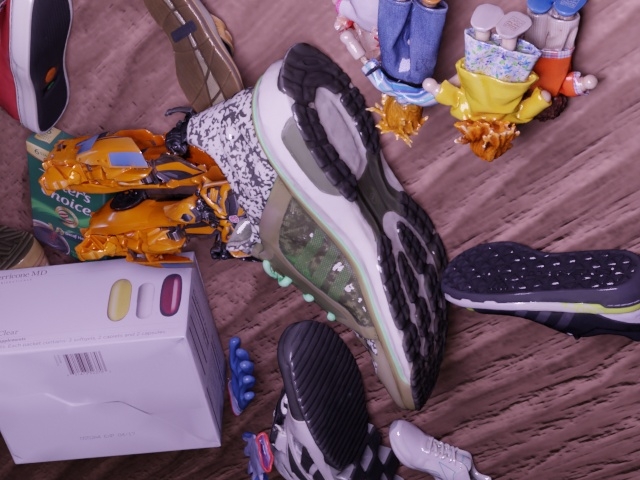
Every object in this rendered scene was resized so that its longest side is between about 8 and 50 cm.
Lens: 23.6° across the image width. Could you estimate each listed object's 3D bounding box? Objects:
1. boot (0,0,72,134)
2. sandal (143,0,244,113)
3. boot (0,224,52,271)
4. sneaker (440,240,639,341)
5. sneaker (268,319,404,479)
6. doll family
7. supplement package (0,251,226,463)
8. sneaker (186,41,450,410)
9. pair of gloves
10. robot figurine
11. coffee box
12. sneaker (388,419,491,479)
[{"bbox_3d":[-0.362,-0.235,1.661,0.176,0.088,0.244,31,146,9],"label":"boot"},{"bbox_3d":[-0.121,-0.203,1.540,0.072,0.049,0.180,-17,104,41],"label":"sandal"},{"bbox_3d":[-0.378,0.089,2.018,0.236,0.089,0.269,22,153,45],"label":"boot"},{"bbox_3d":[0.228,0.065,1.521,0.234,0.084,0.097,5,134,35],"label":"sneaker"},{"bbox_3d":[-0.016,0.227,1.856,0.146,0.122,0.331,6,133,31],"label":"sneaker"},{"bbox_3d":[0.106,-0.152,1.351,0.263,0.118,0.163,22,141,18],"label":"doll family"},{"bbox_3d":[-0.263,0.143,1.860,0.261,0.145,0.204,-6,132,6],"label":"supplement package"},{"bbox_3d":[0.000,0.000,1.560,0.182,0.158,0.410,-12,115,32],"label":"sneaker"},{"bbox_3d":[-0.086,0.220,1.898,0.159,0.023,0.198,114,144,-69],"label":"pair of gloves"},{"bbox_3d":[-0.152,-0.045,1.676,0.291,0.085,0.211,-1,131,28],"label":"robot figurine"},{"bbox_3d":[-0.295,-0.049,1.843,0.113,0.040,0.184,26,142,13],"label":"coffee box"},{"bbox_3d":[0.146,0.260,1.831,0.152,0.054,0.061,41,134,-17],"label":"sneaker"}]
